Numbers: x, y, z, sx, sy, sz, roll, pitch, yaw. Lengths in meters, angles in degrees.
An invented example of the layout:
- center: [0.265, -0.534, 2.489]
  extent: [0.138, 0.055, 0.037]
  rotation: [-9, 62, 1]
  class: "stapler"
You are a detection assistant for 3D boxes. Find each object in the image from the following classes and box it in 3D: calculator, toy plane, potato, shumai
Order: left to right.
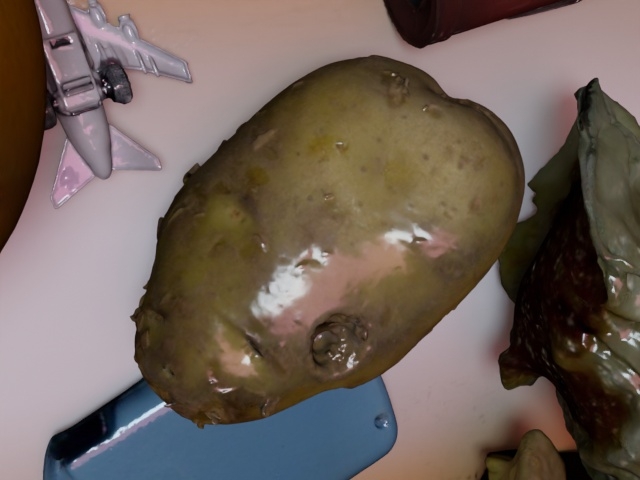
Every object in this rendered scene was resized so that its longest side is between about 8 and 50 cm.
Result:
- center: [-0.165, -0.113, 0.528]
  extent: [0.162, 0.065, 0.171]
  rotation: [-24, 116, -21]
  class: "toy plane"
- center: [-0.069, 0.156, 0.641]
  extent: [0.293, 0.051, 0.173]
  rotation: [-31, 111, -9]
  class: "calculator"
- center: [0.000, 0.000, 0.559]
  extent: [0.296, 0.141, 0.191]
  rotation: [-41, 82, -11]
  class: "potato"
- center: [0.266, 0.045, 0.576]
  extent: [0.292, 0.330, 0.288]
  rotation: [-27, 123, 5]
  class: "shumai"

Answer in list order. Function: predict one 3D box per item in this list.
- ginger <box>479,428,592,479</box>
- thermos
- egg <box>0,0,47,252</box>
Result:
- center: [0.212, 0.388, 0.722]
  extent: [0.358, 0.211, 0.413]
  rotation: [-44, 114, -1]
  class: "ginger"
- center: [0.162, -0.214, 0.597]
  extent: [0.232, 0.099, 0.124]
  rotation: [-20, 147, -15]
  class: "thermos"
- center: [-0.282, -0.103, 0.368]
  extent: [0.282, 0.282, 0.351]
  rotation: [-33, 102, -8]
  class: "egg"
